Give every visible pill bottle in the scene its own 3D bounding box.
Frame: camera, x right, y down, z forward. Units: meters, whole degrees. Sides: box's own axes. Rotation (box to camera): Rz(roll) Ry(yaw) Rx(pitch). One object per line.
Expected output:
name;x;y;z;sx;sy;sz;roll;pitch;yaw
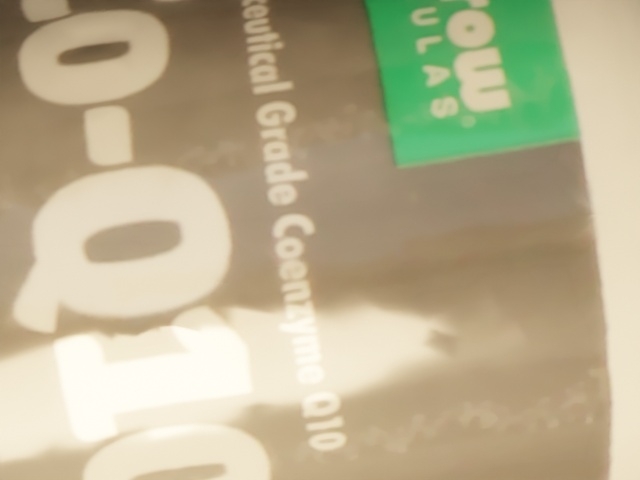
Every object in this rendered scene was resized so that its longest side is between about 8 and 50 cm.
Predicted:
pill bottle;0.000;0.000;0.455;0.361;0.204;0.204;-9;80;-1
